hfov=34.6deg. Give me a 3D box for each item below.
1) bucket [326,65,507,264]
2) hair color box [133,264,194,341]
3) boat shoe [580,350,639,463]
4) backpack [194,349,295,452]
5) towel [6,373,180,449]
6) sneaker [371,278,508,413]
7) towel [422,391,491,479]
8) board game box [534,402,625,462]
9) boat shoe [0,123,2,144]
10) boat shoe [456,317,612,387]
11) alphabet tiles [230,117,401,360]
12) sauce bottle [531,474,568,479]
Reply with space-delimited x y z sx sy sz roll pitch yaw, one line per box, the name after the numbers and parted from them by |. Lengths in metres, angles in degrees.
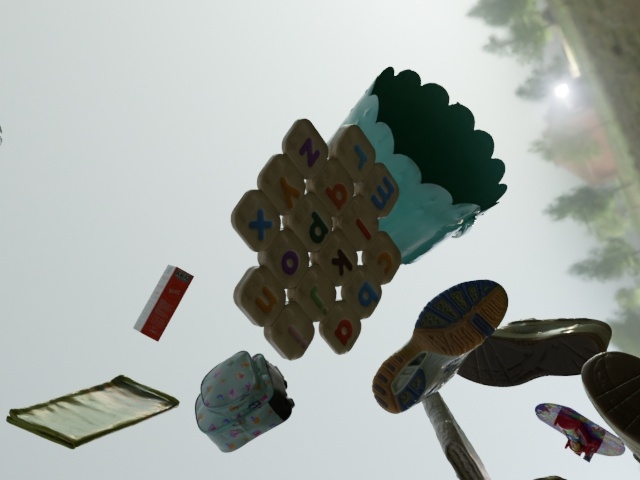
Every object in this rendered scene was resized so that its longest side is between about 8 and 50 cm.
0.135 -0.109 1.602 0.281 0.183 0.281 27 -141 -25 | bucket
-0.298 0.118 1.953 0.043 0.141 0.072 31 172 -20 | hair color box
0.507 0.299 1.507 0.341 0.122 0.110 50 164 44 | boat shoe
-0.170 0.332 2.101 0.144 0.188 0.166 44 -169 -33 | backpack
-0.274 0.208 1.273 0.237 0.102 0.021 -8 -69 -68 | towel
0.211 0.173 1.763 0.112 0.296 0.131 51 -160 19 | sneaker
0.273 0.417 1.994 0.282 0.049 0.187 58 -175 -33 | towel
0.448 0.344 1.800 0.169 0.033 0.133 32 158 1 | board game box
-0.604 -0.156 1.609 0.307 0.111 0.104 9 -117 -70 | boat shoe
0.372 0.191 1.851 0.098 0.302 0.109 -42 -63 -55 | boat shoe
0.000 0.000 1.270 0.278 0.021 0.284 52 -121 -37 | alphabet tiles
0.298 0.324 1.325 0.128 0.042 0.042 20 -130 -60 | sauce bottle
